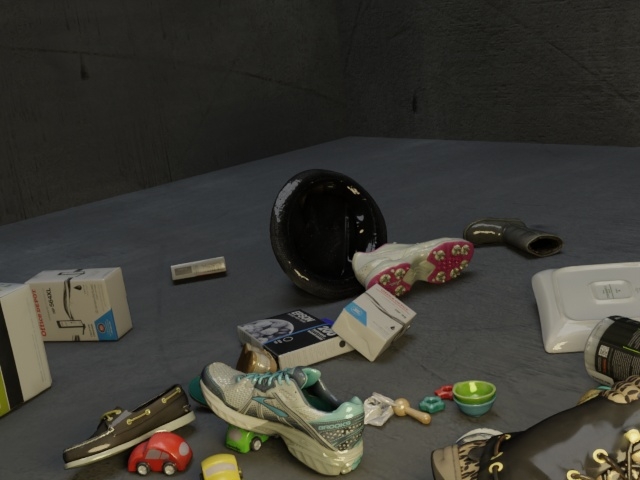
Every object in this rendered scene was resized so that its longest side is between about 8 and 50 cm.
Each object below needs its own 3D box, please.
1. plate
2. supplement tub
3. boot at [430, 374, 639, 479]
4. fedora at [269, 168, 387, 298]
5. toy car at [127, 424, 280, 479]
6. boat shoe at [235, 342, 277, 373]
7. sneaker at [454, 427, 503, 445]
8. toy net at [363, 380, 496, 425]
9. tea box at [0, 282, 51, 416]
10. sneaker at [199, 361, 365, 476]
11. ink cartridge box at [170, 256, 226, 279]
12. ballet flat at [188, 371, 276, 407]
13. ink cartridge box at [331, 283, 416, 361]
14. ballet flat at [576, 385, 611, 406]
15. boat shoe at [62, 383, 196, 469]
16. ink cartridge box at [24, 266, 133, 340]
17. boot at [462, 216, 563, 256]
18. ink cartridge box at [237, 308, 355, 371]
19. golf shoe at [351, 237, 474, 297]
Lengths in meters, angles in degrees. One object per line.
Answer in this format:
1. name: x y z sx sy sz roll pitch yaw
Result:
1. plate: 0.553 0.112 1.592 0.278 0.045 0.277 -5 26 11
2. supplement tub: 0.511 0.191 1.281 0.117 0.116 0.190 -15 17 -26
3. boot: 0.283 0.282 0.901 0.284 0.138 0.377 -24 8 3
4. fedora: 0.000 0.000 2.016 0.334 0.333 0.152 -16 -14 -30
5. toy car: -0.148 0.307 1.277 0.239 0.053 0.225 7 21 42
6. boat shoe: -0.117 0.229 1.549 0.059 0.062 0.170 19 -3 -12
7. sneaker: 0.248 0.295 1.150 0.135 0.052 0.058 -2 20 19
8. toy net: 0.164 0.252 1.351 0.232 0.045 0.122 -5 15 7
9. tea box: -0.744 0.223 1.543 0.329 0.219 0.323 1 16 28
10. sneaker: -0.052 0.230 1.253 0.283 0.122 0.110 21 21 23
11. ink cartridge box: -0.332 0.076 2.274 0.146 0.045 0.179 -10 -3 -8
12. ballet flat: -0.125 0.261 1.449 0.206 0.073 0.067 0 -11 17
13. ink cartridge box: 0.113 0.150 1.633 0.104 0.060 0.180 37 32 14
14. ballet flat: 0.468 0.275 1.037 0.123 0.123 0.349 -21 21 -41
15. boat shoe: -0.308 0.295 1.329 0.228 0.068 0.081 -17 -6 -40
16. ink cartridge box: -0.540 0.145 1.875 0.203 0.148 0.086 -4 17 16
17. boot: 0.483 -0.003 2.122 0.190 0.076 0.208 -12 22 -8
18. ink cartridge box: -0.032 0.190 1.676 0.208 0.045 0.206 -13 16 -26
19. golf shoe: 0.212 0.039 1.930 0.306 0.115 0.140 -14 36 -28
